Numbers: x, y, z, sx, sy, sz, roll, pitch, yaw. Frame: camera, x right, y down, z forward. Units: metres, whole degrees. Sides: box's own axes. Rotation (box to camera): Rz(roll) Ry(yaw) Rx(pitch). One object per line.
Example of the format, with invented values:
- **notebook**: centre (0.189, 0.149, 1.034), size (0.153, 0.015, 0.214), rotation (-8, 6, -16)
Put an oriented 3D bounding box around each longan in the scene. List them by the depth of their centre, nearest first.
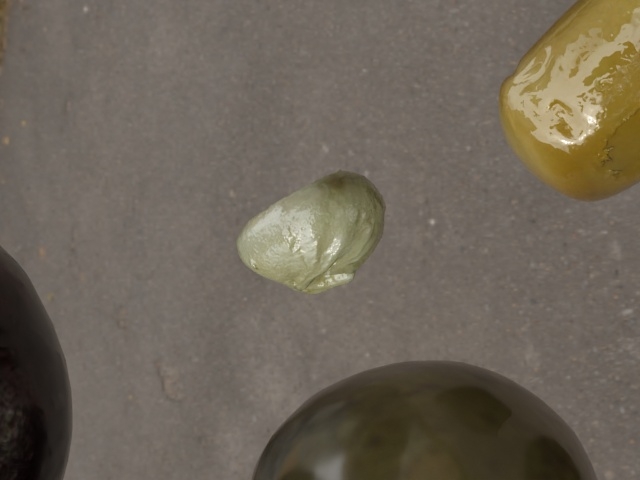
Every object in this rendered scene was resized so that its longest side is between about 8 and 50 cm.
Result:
- **longan**: centre (0.068, 0.192, 0.595), size (0.215, 0.246, 0.246), rotation (98, 150, -58)

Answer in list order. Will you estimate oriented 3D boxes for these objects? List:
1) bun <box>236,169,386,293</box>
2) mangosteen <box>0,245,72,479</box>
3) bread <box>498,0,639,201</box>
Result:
- **bun**: centre (0.000, 0.000, 0.519), size (0.086, 0.086, 0.055), rotation (-35, 78, 45)
- **mangosteen**: centre (-0.305, 0.109, 0.524), size (0.306, 0.347, 0.307), rotation (-1, 84, 6)
- **bread**: centre (0.224, -0.119, 0.637), size (0.217, 0.147, 0.098), rotation (-50, 52, 13)
